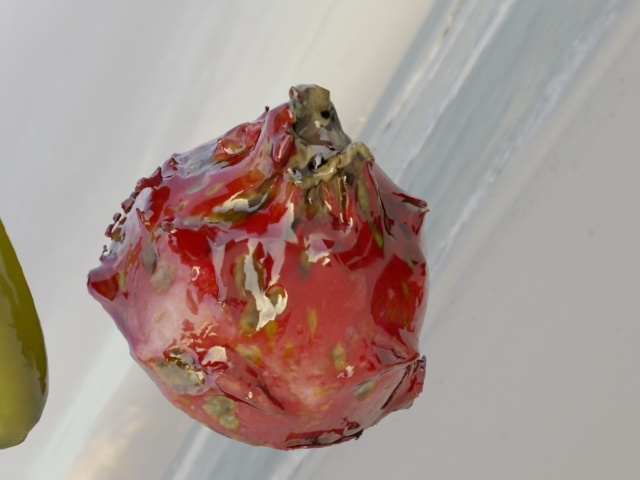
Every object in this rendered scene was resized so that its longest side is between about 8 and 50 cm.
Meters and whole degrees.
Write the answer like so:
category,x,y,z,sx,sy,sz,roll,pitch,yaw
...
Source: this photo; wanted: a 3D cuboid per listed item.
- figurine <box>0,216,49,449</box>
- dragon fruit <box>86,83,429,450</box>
category,x,y,z,sx,sy,sz,roll,pitch,yaw
figurine,-0.213,-0.077,0.248,0.169,0.326,0.218,-55,-11,11
dragon fruit,0.000,0.000,0.406,0.111,0.153,0.153,-51,8,45
